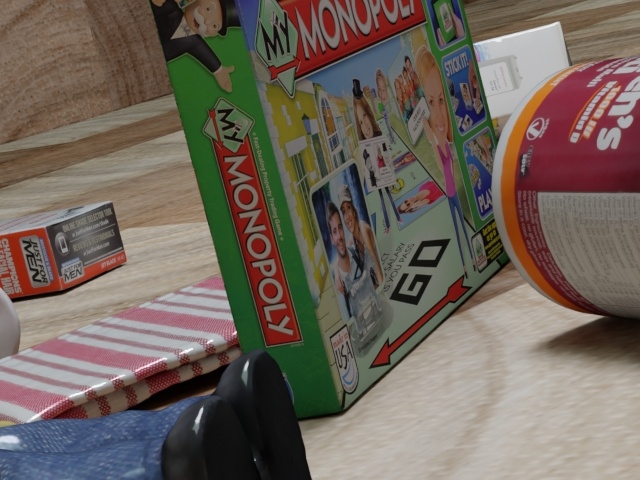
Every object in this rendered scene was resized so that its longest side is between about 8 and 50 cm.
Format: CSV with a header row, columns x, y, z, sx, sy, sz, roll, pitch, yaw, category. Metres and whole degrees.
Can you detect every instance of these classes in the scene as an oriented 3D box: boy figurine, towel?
x,y,z,sx,sy,sz,roll,pitch,yaw,category
-0.150,0.105,0.635,0.285,0.092,0.177,-13,9,13,boy figurine
-0.097,0.064,1.023,0.197,0.029,0.144,-21,11,-27,towel

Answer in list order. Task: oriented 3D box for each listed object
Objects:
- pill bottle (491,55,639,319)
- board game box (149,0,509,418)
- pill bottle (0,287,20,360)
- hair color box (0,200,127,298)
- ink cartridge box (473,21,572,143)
x,y,z,sx,sy,sz,roll,pitch,yaw,category
0.178,-0.022,0.815,0.121,0.121,0.221,-18,9,-26,pill bottle
0.020,-0.057,0.985,0.046,0.213,0.317,-10,10,23,board game box
-0.229,0.050,1.138,0.078,0.078,0.137,-17,10,-20,pill bottle
-0.245,0.015,1.472,0.167,0.053,0.093,-10,8,30,hair color box
0.138,-0.107,1.468,0.198,0.067,0.115,-12,-15,9,ink cartridge box
